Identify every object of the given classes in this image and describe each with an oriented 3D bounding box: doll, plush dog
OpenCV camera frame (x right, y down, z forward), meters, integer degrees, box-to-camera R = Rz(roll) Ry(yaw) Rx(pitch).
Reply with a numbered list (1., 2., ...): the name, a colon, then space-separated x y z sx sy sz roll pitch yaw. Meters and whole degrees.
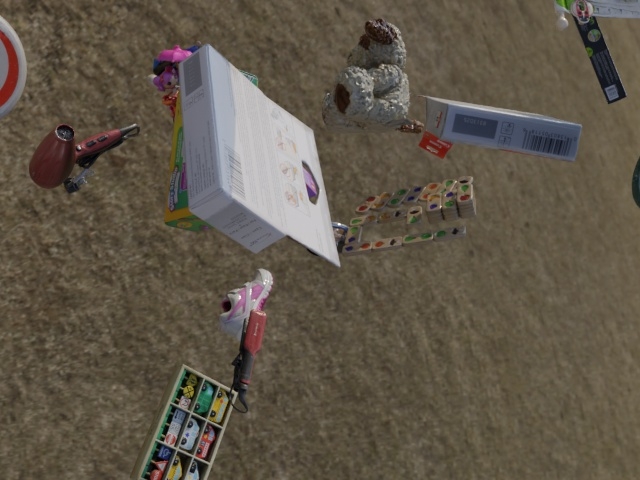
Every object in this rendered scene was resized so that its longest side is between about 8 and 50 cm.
1. doll: -0.368 -0.444 1.930 0.189 0.046 0.129 -36 64 -25
2. plush dog: 0.120 -0.342 1.557 0.211 0.262 0.225 5 87 -7

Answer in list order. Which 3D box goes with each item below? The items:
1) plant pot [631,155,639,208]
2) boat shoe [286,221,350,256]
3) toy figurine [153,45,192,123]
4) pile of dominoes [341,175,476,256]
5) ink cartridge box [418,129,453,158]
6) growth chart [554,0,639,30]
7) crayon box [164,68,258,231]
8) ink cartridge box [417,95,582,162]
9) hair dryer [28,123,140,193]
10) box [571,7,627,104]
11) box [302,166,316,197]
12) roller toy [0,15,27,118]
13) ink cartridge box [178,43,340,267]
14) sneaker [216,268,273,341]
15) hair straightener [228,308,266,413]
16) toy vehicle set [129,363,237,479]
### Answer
1. plant pot: 0.660 -0.095 1.263 0.196 0.293 0.293 21 57 -15
2. boat shoe: 0.000 0.000 1.465 0.183 0.066 0.066 18 40 -25
3. toy figurine: -0.290 -0.320 1.567 0.173 0.130 0.159 -49 122 -18
4. pile of dominoes: 0.167 -0.061 1.428 0.196 0.251 0.040 -76 150 -51
5. ink cartridge box: 0.242 -0.215 1.499 0.063 0.115 0.029 29 38 3
6. growth chart: 0.396 -0.356 0.965 0.237 0.021 0.171 -6 82 -10
7. crayon box: -0.205 -0.166 1.399 0.081 0.165 0.278 13 75 -40
8. ink cartridge box: 0.186 -0.128 0.837 0.179 0.146 0.045 -107 -154 -78
9. hair dryer: -0.498 -0.193 1.539 0.080 0.223 0.293 45 1 -2
10. box: 0.503 -0.361 1.378 0.207 0.036 0.114 62 24 -14
11. box: -0.162 -0.156 1.756 0.293 0.201 0.057 45 28 -53
12. roller toy: -0.560 -0.270 1.141 0.191 0.146 0.209 -57 140 -21
13. ink cartridge box: -0.092 -0.112 1.117 0.261 0.066 0.296 35 34 -44
14. sneaker: -0.203 0.159 1.999 0.111 0.103 0.252 22 39 -3
15. hair straightener: -0.160 0.267 1.623 0.047 0.089 0.230 16 54 -20
16. toy vehicle set: -0.303 0.435 1.691 0.166 0.035 0.266 34 61 -31
